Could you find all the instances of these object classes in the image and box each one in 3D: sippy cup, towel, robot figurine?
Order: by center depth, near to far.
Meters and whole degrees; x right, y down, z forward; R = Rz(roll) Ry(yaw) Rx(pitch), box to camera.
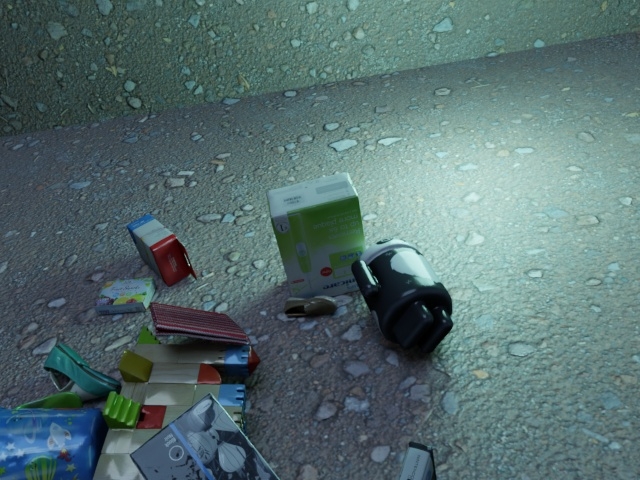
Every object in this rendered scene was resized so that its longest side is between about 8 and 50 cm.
[{"bbox_3d":[-0.514,0.411,0.978,0.224,0.240,0.305,-6,59,-9],"label":"sippy cup"},{"bbox_3d":[-0.277,0.186,1.180,0.199,0.031,0.275,12,-1,-20],"label":"towel"},{"bbox_3d":[0.186,0.115,1.184,0.174,0.209,0.278,-26,41,1],"label":"robot figurine"}]

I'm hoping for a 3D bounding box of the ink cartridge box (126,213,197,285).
[{"bbox_3d":[-0.448,0.033,1.497,0.078,0.134,0.231,-32,41,-26],"label":"ink cartridge box"}]

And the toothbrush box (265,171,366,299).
[{"bbox_3d":[0.000,0.000,1.297,0.206,0.283,0.122,-13,38,-2],"label":"toothbrush box"}]

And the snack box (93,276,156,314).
[{"bbox_3d":[-0.532,0.151,1.448,0.141,0.037,0.100,-6,36,8],"label":"snack box"}]

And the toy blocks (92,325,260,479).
[{"bbox_3d":[-0.257,0.347,1.034,0.261,0.190,0.381,1,42,0],"label":"toy blocks"}]

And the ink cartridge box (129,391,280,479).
[{"bbox_3d":[-0.145,0.428,0.858,0.165,0.065,0.333,-36,70,-28],"label":"ink cartridge box"}]

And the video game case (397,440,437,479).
[{"bbox_3d":[0.111,0.450,0.697,0.035,0.274,0.248,6,41,26],"label":"video game case"}]

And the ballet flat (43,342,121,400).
[{"bbox_3d":[-0.553,0.321,1.218,0.247,0.083,0.087,18,71,33],"label":"ballet flat"}]

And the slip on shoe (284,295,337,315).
[{"bbox_3d":[-0.026,0.163,1.285,0.135,0.051,0.041,1,34,20],"label":"slip on shoe"}]
